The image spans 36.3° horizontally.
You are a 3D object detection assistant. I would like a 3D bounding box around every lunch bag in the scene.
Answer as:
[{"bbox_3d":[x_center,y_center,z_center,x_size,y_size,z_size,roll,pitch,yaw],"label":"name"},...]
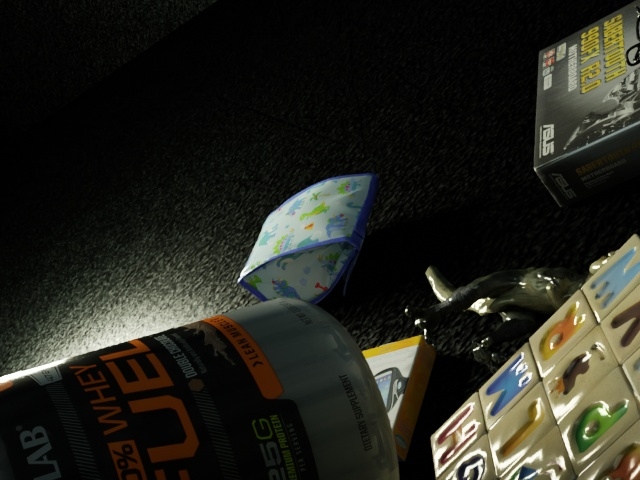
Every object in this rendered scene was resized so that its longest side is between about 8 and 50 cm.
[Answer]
[{"bbox_3d":[0.000,0.000,1.085,0.151,0.096,0.129,-36,23,36],"label":"lunch bag"}]

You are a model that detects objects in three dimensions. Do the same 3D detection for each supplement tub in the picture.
[{"bbox_3d":[-0.132,0.176,0.693,0.337,0.207,0.207,-15,13,-26],"label":"supplement tub"}]

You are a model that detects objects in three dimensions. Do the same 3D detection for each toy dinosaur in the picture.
[{"bbox_3d":[0.147,0.054,0.820,0.118,0.064,0.268,-33,15,-31],"label":"toy dinosaur"}]

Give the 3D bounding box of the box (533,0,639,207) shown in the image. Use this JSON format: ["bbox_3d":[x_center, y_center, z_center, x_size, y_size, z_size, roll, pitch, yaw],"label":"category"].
[{"bbox_3d":[0.300,-0.151,0.940,0.183,0.056,0.231,-26,29,31],"label":"box"}]

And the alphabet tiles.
[{"bbox_3d":[0.155,0.133,0.610,0.342,0.011,0.285,-50,14,19],"label":"alphabet tiles"}]

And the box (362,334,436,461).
[{"bbox_3d":[0.049,0.148,0.852,0.081,0.028,0.136,-20,34,39],"label":"box"}]

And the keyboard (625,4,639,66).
[{"bbox_3d":[0.328,-0.187,0.871,0.100,0.038,0.192,0,41,22],"label":"keyboard"}]
